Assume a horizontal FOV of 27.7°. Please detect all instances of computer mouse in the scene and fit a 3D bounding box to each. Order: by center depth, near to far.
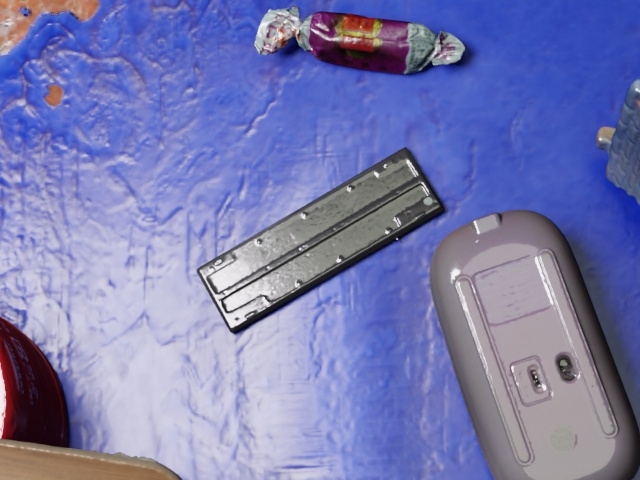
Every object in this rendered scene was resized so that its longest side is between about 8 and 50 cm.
[{"bbox_3d":[0.162,0.092,0.995,0.120,0.057,0.232,-19,76,1],"label":"computer mouse"}]

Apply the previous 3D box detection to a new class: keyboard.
[{"bbox_3d":[0.000,0.000,1.063,0.202,0.011,0.067,-30,72,-2],"label":"keyboard"}]

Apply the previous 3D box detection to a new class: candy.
[{"bbox_3d":[0.034,-0.166,1.090,0.175,0.043,0.045,8,78,4],"label":"candy"}]

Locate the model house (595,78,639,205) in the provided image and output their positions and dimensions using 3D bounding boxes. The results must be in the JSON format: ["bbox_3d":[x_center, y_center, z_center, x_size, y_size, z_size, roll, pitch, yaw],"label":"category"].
[{"bbox_3d":[0.304,-0.105,0.985,0.172,0.166,0.183,12,65,13],"label":"model house"}]

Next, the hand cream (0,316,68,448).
[{"bbox_3d":[-0.317,0.142,0.990,0.230,0.149,0.230,-2,72,5],"label":"hand cream"}]

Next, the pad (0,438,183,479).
[{"bbox_3d":[-0.246,0.273,0.893,0.286,0.018,0.284,9,93,-5],"label":"pad"}]
